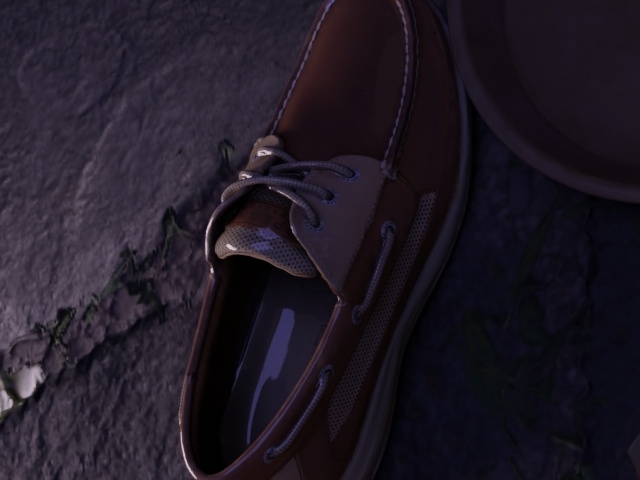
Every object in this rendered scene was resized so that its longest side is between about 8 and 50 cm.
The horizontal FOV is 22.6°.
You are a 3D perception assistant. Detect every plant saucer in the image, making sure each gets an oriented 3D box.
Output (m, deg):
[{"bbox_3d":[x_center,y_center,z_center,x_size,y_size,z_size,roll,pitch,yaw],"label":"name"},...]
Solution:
[{"bbox_3d":[0.199,-0.150,0.861,0.278,0.041,0.278,-9,73,29],"label":"plant saucer"}]

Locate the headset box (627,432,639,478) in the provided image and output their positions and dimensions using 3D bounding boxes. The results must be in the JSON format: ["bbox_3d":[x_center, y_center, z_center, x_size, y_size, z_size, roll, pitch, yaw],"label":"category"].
[{"bbox_3d":[0.242,0.061,0.651,0.110,0.293,0.218,35,100,-1],"label":"headset box"}]

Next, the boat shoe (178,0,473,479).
[{"bbox_3d":[0.000,0.000,0.898,0.123,0.116,0.324,5,80,33],"label":"boat shoe"}]
